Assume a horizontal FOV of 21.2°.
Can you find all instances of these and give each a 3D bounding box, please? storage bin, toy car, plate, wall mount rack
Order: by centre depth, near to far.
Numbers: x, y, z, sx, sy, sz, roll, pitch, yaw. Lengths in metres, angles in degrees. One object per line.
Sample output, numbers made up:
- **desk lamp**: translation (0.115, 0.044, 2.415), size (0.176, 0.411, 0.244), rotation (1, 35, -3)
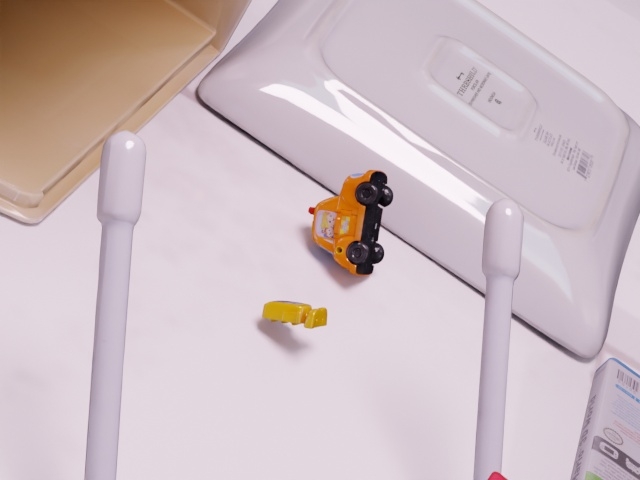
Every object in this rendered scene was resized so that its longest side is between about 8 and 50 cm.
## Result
- **wall mount rack**: translation (0.023, 0.118, 0.677), size (0.350, 0.130, 0.304), rotation (9, 41, -35)
- **storage bin**: translation (-0.087, -0.179, 0.830), size (0.123, 0.262, 0.260), rotation (34, 33, 0)
- **toy car**: translation (0.000, 0.000, 0.876), size (0.040, 0.060, 0.122), rotation (9, 20, 19)
- **plate**: translation (0.089, -0.081, 1.064), size (0.278, 0.045, 0.277), rotation (35, 33, -2)

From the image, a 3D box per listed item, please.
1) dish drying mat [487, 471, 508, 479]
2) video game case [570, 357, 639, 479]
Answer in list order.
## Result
- **dish drying mat**: translation (0.060, 0.115, 0.607), size (0.032, 0.008, 0.083), rotation (40, 34, 1)
- **video game case**: translation (0.145, 0.129, 0.661), size (0.119, 0.015, 0.166), rotation (35, 35, -6)
